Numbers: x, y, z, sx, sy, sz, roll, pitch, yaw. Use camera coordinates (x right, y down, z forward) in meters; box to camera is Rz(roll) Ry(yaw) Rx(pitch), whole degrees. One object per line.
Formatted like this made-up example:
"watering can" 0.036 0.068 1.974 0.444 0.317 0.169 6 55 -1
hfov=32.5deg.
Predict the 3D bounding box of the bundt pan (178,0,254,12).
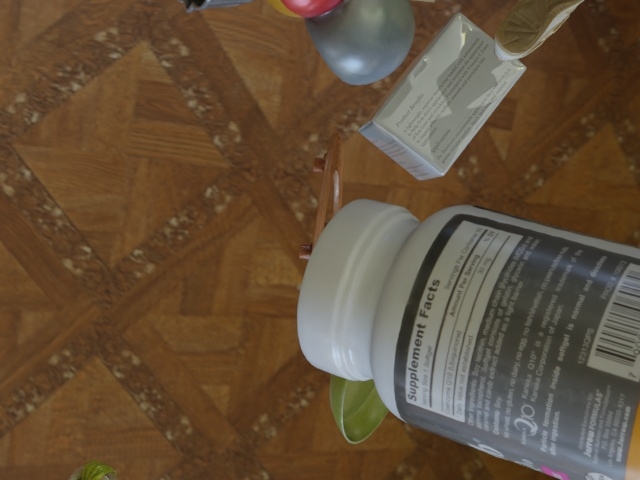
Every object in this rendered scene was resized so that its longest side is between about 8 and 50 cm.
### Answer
"bundt pan" -0.122 -0.493 1.588 0.124 0.331 0.331 -1 103 -24

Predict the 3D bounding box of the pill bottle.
"pill bottle" 0.134 0.066 0.748 0.162 0.278 0.162 -36 134 -49

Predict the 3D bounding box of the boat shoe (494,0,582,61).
"boat shoe" 0.256 -0.270 1.264 0.170 0.059 0.063 -43 86 -13

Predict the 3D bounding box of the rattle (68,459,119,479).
"rattle" -0.365 0.430 1.617 0.200 0.130 0.143 -58 172 31

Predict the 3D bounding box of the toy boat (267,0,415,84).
"toy boat" 0.053 -0.253 0.640 0.148 0.267 0.318 40 72 -43

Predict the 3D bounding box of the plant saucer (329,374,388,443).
"plant saucer" 0.070 0.146 1.442 0.241 0.037 0.241 -47 148 -43

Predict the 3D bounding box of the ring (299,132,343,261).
"ring" 0.000 0.000 1.698 0.032 0.336 0.337 7 101 5

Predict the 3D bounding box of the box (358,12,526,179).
"box" 0.157 -0.186 1.467 0.119 0.182 0.181 38 89 -4
